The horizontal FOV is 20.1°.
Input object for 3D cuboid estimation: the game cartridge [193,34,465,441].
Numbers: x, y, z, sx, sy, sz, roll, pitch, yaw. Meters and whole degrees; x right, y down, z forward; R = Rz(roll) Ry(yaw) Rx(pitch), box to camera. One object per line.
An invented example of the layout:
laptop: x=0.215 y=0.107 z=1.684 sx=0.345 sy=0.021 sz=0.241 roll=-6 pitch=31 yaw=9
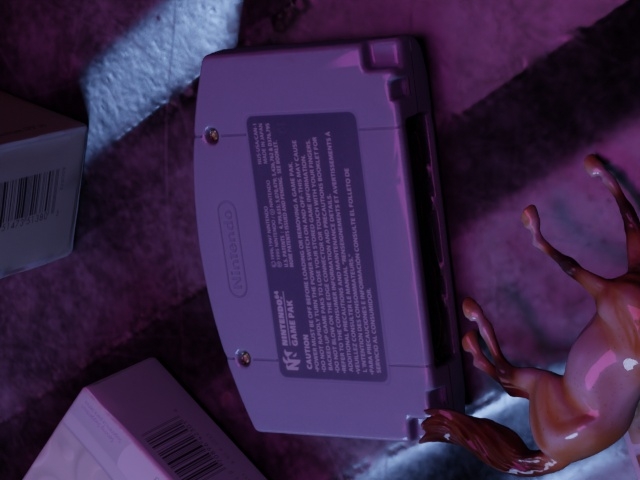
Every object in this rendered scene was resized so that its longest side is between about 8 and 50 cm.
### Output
game cartridge: x=0.000 y=0.000 z=1.343 sx=0.198 sy=0.062 sz=0.297 roll=2 pitch=104 yaw=38

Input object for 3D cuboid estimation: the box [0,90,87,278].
box: x=-0.362 y=-0.077 z=1.511 sx=0.311 sy=0.148 sz=0.121 roll=21 pitch=113 yaw=27

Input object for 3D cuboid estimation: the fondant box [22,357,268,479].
fondant box: x=-0.163 y=0.297 z=1.510 sx=0.238 sy=0.096 sz=0.330 roll=45 pitch=124 yaw=15

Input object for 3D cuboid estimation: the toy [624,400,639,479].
toy: x=0.279 y=0.204 z=1.208 sx=0.137 sy=0.056 sz=0.237 roll=-13 pitch=95 yaw=37

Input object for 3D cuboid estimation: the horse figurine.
horse figurine: x=0.175 y=0.072 z=1.218 sx=0.174 sy=0.066 sz=0.263 roll=51 pitch=123 yaw=31
